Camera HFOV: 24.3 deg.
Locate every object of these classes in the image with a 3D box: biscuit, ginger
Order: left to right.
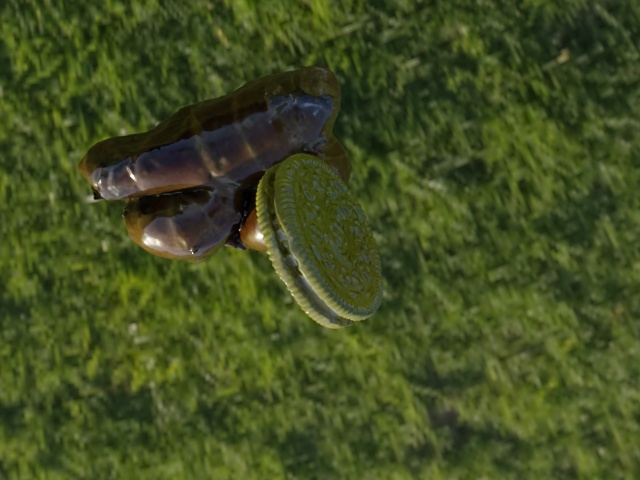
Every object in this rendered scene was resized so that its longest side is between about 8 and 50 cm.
[{"bbox_3d":[-0.054,-0.037,0.881,0.162,0.073,0.103,-17,105,9],"label":"ginger"},{"bbox_3d":[0.000,0.000,0.688,0.023,0.084,0.084,-25,140,24],"label":"biscuit"}]
